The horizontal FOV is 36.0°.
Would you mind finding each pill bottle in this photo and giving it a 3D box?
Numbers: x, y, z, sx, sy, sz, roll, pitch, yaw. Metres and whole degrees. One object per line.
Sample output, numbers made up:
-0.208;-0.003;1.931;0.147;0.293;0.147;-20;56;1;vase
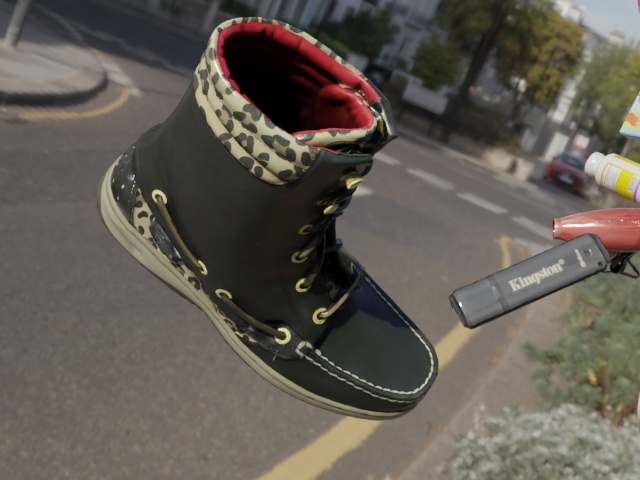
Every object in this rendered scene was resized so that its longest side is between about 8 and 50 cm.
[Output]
0.355;-0.075;1.161;0.083;0.043;0.043;33;15;39;pill bottle

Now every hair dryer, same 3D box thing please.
0.539;0.015;1.801;0.294;0.224;0.080;21;55;-30;hair dryer

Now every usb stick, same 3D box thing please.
0.355;0.068;1.676;0.045;0.278;0.077;70;-3;-63;usb stick

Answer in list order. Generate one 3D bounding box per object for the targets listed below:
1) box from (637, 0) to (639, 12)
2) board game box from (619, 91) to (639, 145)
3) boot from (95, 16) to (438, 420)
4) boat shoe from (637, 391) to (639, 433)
0.558;-0.326;1.211;0.300;0.142;0.154;18;42;3;box
0.682;-0.180;1.693;0.275;0.142;0.144;25;3;-26;board game box
-0.002;0.001;0.537;0.236;0.178;0.085;38;54;-7;boot
0.335;0.167;0.811;0.127;0.158;0.340;9;-34;12;boat shoe
